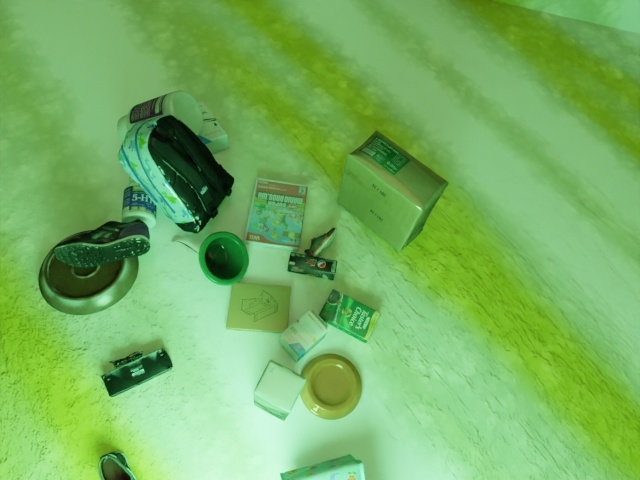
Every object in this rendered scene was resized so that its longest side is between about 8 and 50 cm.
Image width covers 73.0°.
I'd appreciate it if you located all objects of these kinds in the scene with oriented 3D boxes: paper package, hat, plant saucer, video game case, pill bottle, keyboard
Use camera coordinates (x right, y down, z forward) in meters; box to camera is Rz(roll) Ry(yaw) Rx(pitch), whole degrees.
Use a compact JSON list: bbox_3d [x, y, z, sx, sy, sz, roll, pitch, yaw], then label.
[{"bbox_3d":[0.246,-0.170,1.550,0.324,0.310,0.168,40,64,15],"label":"paper package"},{"bbox_3d":[-0.372,0.055,1.510,0.172,0.183,0.209,-30,102,-32],"label":"hat"},{"bbox_3d":[0.033,0.447,1.340,0.199,0.037,0.200,4,61,-7],"label":"plant saucer"},{"bbox_3d":[-0.164,-0.102,1.619,0.203,0.025,0.286,8,61,-3],"label":"video game case"},{"bbox_3d":[-0.765,0.090,1.420,0.310,0.050,0.311,3,62,-6],"label":"plant saucer"},{"bbox_3d":[-0.637,-0.141,1.526,0.111,0.112,0.187,-5,63,-10],"label":"pill bottle"},{"bbox_3d":[-0.601,-0.436,1.603,0.301,0.169,0.170,-6,57,26],"label":"pill bottle"},{"bbox_3d":[-0.554,0.384,1.305,0.191,0.038,0.100,-22,90,-20],"label":"keyboard"}]

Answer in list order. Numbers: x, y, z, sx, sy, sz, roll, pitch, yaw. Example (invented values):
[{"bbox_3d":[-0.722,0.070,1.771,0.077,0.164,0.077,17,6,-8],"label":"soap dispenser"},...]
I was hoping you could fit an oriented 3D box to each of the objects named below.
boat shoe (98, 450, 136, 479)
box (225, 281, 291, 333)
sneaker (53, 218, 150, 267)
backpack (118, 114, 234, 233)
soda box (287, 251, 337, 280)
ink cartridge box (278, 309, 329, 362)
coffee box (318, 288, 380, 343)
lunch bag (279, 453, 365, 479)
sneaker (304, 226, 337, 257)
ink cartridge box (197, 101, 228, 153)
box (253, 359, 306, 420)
[{"bbox_3d":[-0.510,0.663,1.126,0.084,0.079,0.233,-30,71,-23],"label":"boat shoe"},{"bbox_3d":[-0.203,0.222,1.439,0.201,0.021,0.165,5,61,-4],"label":"box"},{"bbox_3d":[-0.703,0.001,1.407,0.283,0.107,0.124,-8,48,-16],"label":"sneaker"},{"bbox_3d":[-0.498,-0.247,1.471,0.273,0.356,0.290,9,56,24],"label":"backpack"},{"bbox_3d":[-0.029,0.090,1.512,0.168,0.060,0.053,12,59,-1],"label":"soda box"},{"bbox_3d":[-0.049,0.300,1.378,0.143,0.090,0.092,-36,72,-25],"label":"ink cartridge box"},{"bbox_3d":[0.097,0.252,1.452,0.184,0.040,0.113,28,61,8],"label":"coffee box"},{"bbox_3d":[0.023,0.727,1.120,0.223,0.160,0.263,-7,74,-15],"label":"lunch bag"},{"bbox_3d":[0.000,0.000,1.568,0.064,0.061,0.158,33,62,17],"label":"sneaker"},{"bbox_3d":[-0.482,-0.438,1.723,0.148,0.086,0.203,-30,70,-21],"label":"ink cartridge box"},{"bbox_3d":[-0.118,0.421,1.196,0.113,0.275,0.094,26,63,6],"label":"box"}]
